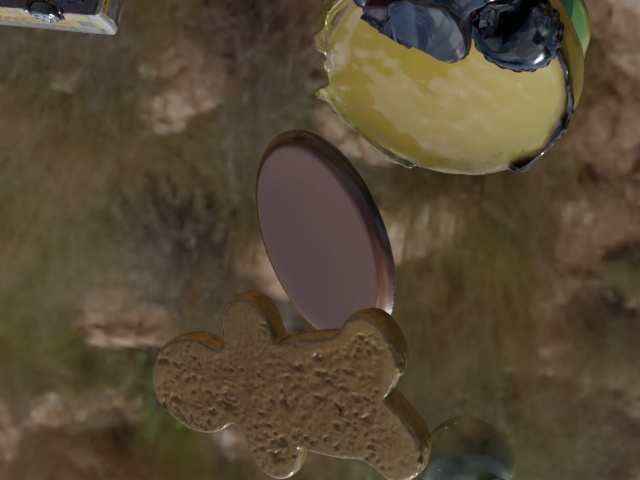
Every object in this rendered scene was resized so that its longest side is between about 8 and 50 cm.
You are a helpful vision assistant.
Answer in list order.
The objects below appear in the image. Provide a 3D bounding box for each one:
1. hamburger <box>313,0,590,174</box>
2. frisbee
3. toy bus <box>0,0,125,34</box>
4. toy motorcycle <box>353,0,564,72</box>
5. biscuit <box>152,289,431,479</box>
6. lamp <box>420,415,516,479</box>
[{"bbox_3d":[0.115,-0.172,1.362,0.237,0.149,0.237,10,136,10],"label":"hamburger"},{"bbox_3d":[0.000,0.000,1.805,0.021,0.251,0.251,-23,166,-29],"label":"frisbee"},{"bbox_3d":[-0.350,-0.290,1.898,0.268,0.092,0.106,7,170,19],"label":"toy bus"},{"bbox_3d":[0.073,-0.191,1.133,0.213,0.082,0.122,21,131,6],"label":"toy motorcycle"},{"bbox_3d":[-0.027,0.112,1.282,0.240,0.035,0.158,3,111,31],"label":"biscuit"},{"bbox_3d":[0.156,0.229,1.525,0.091,0.163,0.091,-11,120,-20],"label":"lamp"}]
